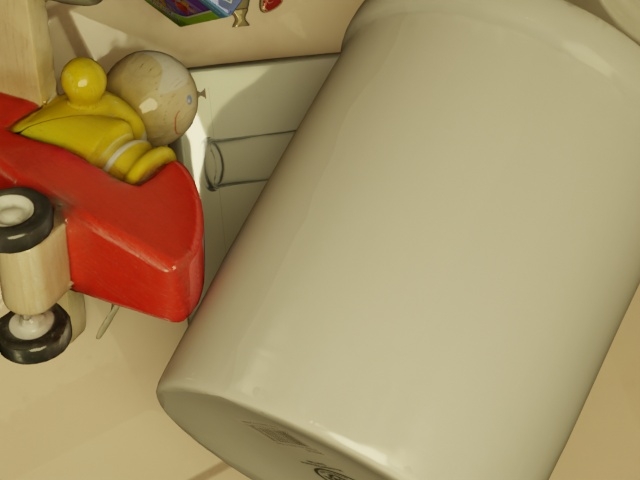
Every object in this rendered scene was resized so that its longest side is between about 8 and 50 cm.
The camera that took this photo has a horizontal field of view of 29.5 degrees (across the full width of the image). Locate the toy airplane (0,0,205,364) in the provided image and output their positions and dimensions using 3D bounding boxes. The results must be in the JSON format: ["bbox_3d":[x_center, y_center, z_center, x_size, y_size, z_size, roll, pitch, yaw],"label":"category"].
[{"bbox_3d":[-0.239,-0.096,1.049,0.272,0.386,0.384,-28,94,-29],"label":"toy airplane"}]

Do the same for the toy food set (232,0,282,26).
[{"bbox_3d":[-0.067,-0.281,1.224,0.078,0.019,0.122,-18,103,-14],"label":"toy food set"}]

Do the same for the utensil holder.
[{"bbox_3d":[0.090,0.034,1.003,0.327,0.327,0.385,35,69,-18],"label":"utensil holder"}]

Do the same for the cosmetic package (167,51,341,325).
[{"bbox_3d":[0.000,0.000,1.247,0.284,0.097,0.377,-8,100,-13],"label":"cosmetic package"}]

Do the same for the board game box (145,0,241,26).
[{"bbox_3d":[-0.214,-0.317,1.017,0.347,0.233,0.078,36,87,-17],"label":"board game box"}]

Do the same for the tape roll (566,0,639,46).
[{"bbox_3d":[0.383,-0.337,1.312,0.286,0.100,0.286,-2,98,-17],"label":"tape roll"}]
